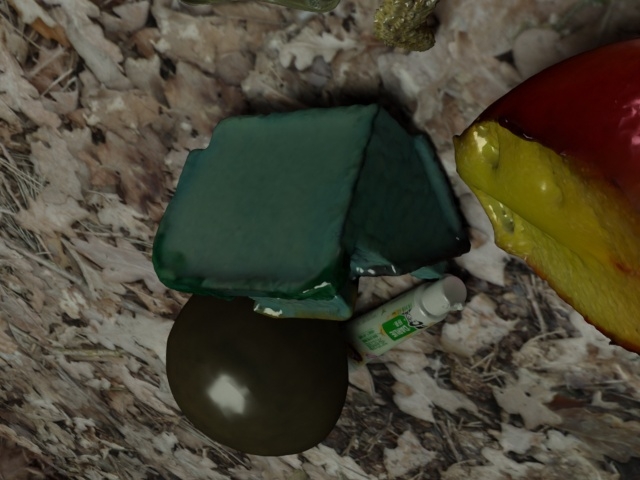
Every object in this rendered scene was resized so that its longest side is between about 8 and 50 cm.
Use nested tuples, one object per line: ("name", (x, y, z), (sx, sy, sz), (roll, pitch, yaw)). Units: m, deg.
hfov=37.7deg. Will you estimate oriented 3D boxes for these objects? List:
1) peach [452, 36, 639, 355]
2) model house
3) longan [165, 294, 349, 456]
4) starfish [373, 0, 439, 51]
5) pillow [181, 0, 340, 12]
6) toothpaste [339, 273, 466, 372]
("peach", (0.253, -0.039, 0.782), (0.338, 0.281, 0.281), (-3, 128, 37))
("model house", (0.000, 0.000, 1.090), (0.280, 0.230, 0.249), (2, 156, 38))
("longan", (-0.084, 0.165, 1.270), (0.258, 0.258, 0.258), (20, 140, 18))
("starfish", (0.109, -0.254, 0.735), (0.293, 0.084, 0.301), (-19, 156, 39))
("pillow", (-0.081, -0.296, 0.955), (0.217, 0.033, 0.130), (12, 138, 26))
("toothpaste", (0.089, 0.112, 1.249), (0.314, 0.056, 0.058), (-39, 58, 54))
